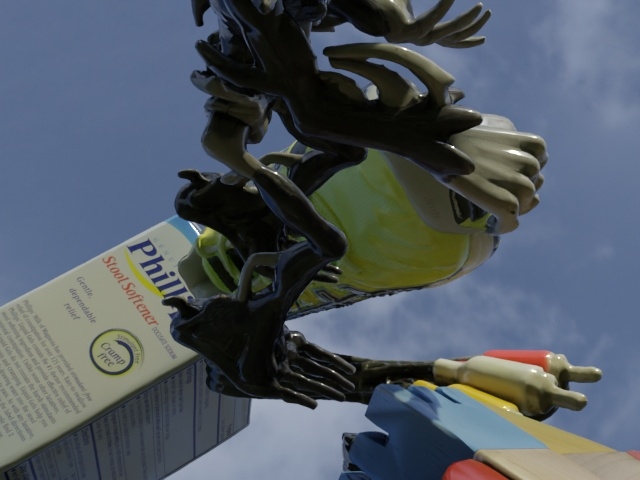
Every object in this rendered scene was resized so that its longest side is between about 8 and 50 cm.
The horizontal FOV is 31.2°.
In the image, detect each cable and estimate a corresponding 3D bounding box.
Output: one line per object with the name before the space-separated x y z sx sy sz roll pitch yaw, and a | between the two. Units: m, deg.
cable | 0.057 0.089 0.821 0.287 0.139 0.072 13 -64 29

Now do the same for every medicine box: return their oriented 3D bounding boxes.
medicine box | -0.218 0.152 1.164 0.289 0.263 0.149 -30 -114 -23

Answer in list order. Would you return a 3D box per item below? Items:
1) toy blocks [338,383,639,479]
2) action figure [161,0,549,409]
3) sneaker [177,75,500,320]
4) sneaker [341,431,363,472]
toy blocks | 0.106 0.141 0.368 0.381 0.261 0.190 9 -76 -47
action figure | 0.011 -0.066 0.450 0.141 0.164 0.275 9 -45 -6
sneaker | 0.000 0.000 0.805 0.147 0.385 0.145 -32 -91 -17
sneaker | 0.072 0.251 1.018 0.109 0.286 0.130 10 -93 -4
